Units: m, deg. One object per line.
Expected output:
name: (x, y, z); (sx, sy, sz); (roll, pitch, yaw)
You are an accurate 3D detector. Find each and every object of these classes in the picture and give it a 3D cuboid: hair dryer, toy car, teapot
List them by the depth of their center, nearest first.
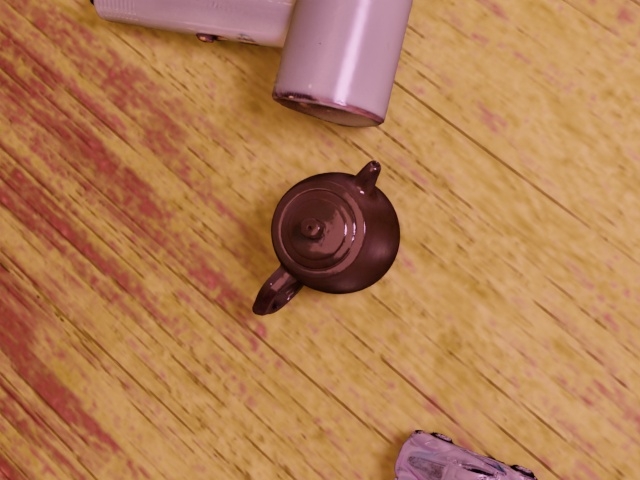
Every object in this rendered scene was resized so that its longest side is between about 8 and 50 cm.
toy car: (0.089, 0.145, 0.605); (0.093, 0.025, 0.041); (19, 93, 20)
teapot: (0.000, 0.000, 0.624); (0.076, 0.068, 0.121); (45, 102, 17)
hair dryer: (-0.051, -0.156, 0.665); (0.236, 0.073, 0.131); (13, 89, 29)
